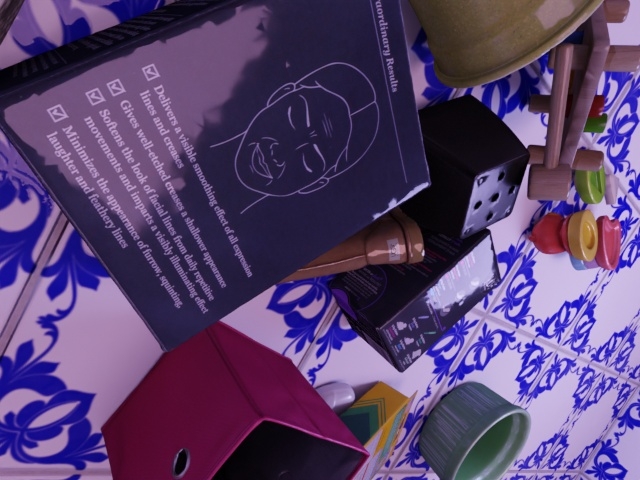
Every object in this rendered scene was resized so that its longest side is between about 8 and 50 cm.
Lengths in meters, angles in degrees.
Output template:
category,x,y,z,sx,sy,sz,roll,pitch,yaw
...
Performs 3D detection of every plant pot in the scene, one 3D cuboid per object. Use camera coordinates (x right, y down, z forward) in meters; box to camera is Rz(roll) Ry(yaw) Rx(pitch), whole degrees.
category,x,y,z,sx,sy,sz,roll,pitch,yaw
plant pot,0.198,-0.393,0.609,0.254,0.276,0.276,39,89,-28
plant pot,0.233,-0.113,0.790,0.188,0.167,0.188,-22,135,-23

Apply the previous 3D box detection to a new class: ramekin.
category,x,y,z,sx,sy,sz,roll,pitch,yaw
ramekin,0.417,0.543,1.281,0.303,0.148,0.304,-15,121,-27

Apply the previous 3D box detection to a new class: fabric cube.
category,x,y,z,sx,sy,sz,roll,pitch,yaw
fabric cube,-0.137,0.312,0.719,0.254,0.258,0.259,-51,130,-1

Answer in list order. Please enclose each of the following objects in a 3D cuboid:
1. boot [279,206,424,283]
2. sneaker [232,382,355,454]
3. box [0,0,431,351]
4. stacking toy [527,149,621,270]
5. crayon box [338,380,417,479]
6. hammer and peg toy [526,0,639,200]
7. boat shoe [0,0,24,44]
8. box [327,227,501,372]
category,x,y,z,sx,sy,sz,roll,pitch,yaw
boot,0.000,0.000,0.739,0.269,0.236,0.089,-9,99,-5
sneaker,-0.033,0.397,0.921,0.290,0.123,0.106,-26,123,-23
box,-0.099,-0.124,0.552,0.395,0.212,0.294,-31,126,-17
stacking toy,0.659,-0.065,1.199,0.308,0.130,0.280,18,76,-42
crayon box,0.086,0.441,0.996,0.322,0.083,0.203,-10,121,-57
hammer and peg toy,0.430,-0.239,0.774,0.266,0.127,0.361,81,25,-44
boat shoe,-0.358,-0.186,0.372,0.156,0.186,0.501,28,91,-35
box,0.178,0.080,0.873,0.270,0.165,0.143,-38,128,-12
